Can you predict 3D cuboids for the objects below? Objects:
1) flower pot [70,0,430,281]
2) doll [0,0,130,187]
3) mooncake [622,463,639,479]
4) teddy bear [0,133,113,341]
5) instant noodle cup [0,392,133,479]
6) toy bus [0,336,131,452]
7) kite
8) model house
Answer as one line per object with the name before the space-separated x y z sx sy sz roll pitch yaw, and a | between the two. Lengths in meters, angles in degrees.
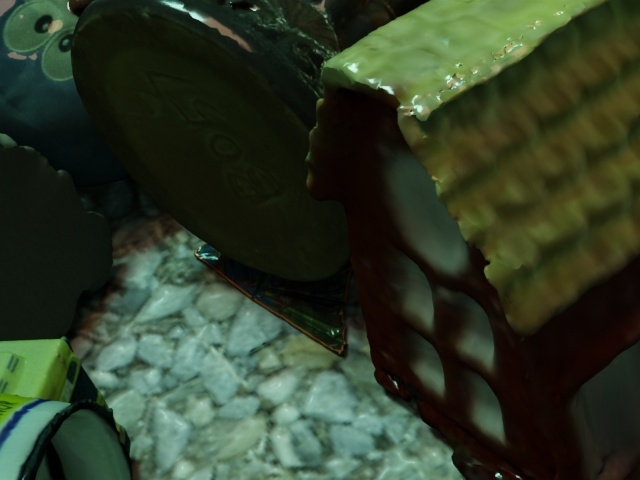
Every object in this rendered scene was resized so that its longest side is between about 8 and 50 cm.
flower pot | 0.017 -0.133 0.779 0.267 0.266 0.267 18 57 35
doll | -0.149 -0.143 0.903 0.154 0.228 0.258 -46 7 28
mooncake | 0.181 0.121 0.560 0.125 0.073 0.130 -29 39 -13
teddy bear | -0.264 -0.012 0.786 0.251 0.171 0.144 6 75 13
instant noodle cup | -0.241 0.153 0.538 0.312 0.284 0.284 0 41 8
toy bus | -0.194 0.104 0.689 0.175 0.101 0.088 -4 38 16
kite | 0.000 0.000 0.816 0.159 0.010 0.190 -5 41 12
model house | 0.109 -0.031 0.625 0.196 0.254 0.160 -31 37 -18
